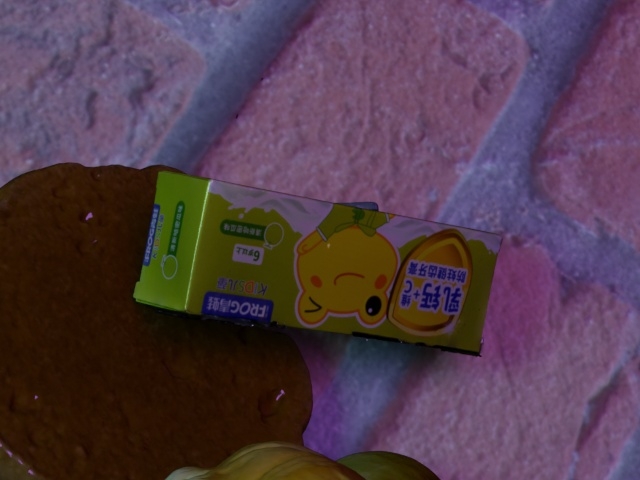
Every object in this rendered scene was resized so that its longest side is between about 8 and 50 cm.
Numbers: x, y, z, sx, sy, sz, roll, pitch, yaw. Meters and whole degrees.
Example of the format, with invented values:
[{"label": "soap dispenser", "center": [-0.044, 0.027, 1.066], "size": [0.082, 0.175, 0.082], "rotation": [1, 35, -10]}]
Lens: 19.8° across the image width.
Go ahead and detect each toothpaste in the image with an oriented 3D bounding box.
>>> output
[{"label": "toothpaste", "center": [0.004, 0.022, 1.515], "size": [0.327, 0.077, 0.110], "rotation": [10, 90, -38]}]

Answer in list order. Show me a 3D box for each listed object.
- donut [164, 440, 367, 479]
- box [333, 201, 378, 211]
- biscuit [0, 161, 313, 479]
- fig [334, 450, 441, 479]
[{"label": "donut", "center": [0.044, 0.324, 1.224], "size": [0.198, 0.449, 0.449], "rotation": [-40, 83, -8]}, {"label": "box", "center": [0.000, 0.000, 1.611], "size": [0.099, 0.074, 0.054], "rotation": [-3, 77, -21]}, {"label": "biscuit", "center": [-0.159, 0.080, 1.458], "size": [0.359, 0.074, 0.381], "rotation": [43, 34, -14]}, {"label": "fig", "center": [0.052, 0.239, 1.482], "size": [0.121, 0.136, 0.153], "rotation": [-27, 41, 9]}]
